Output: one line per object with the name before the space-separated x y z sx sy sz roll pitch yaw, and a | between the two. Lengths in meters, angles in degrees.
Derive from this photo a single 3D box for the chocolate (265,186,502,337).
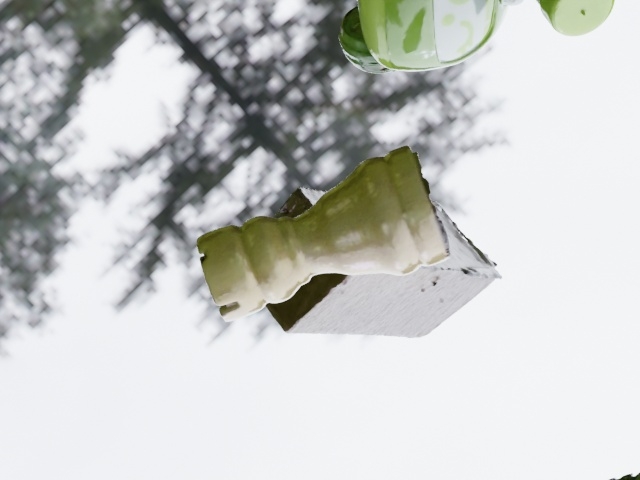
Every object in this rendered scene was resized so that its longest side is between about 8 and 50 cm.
chocolate | 0.051 0.030 1.641 0.112 0.112 0.321 -48 158 18

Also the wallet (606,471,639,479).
wallet | 0.184 0.302 1.250 0.342 0.075 0.237 -31 -129 56

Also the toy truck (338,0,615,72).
toy truck | 0.113 -0.226 1.368 0.211 0.148 0.187 -6 -139 1

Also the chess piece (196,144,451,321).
chess piece | 0.000 0.000 0.886 0.122 0.066 0.066 -19 -156 0
